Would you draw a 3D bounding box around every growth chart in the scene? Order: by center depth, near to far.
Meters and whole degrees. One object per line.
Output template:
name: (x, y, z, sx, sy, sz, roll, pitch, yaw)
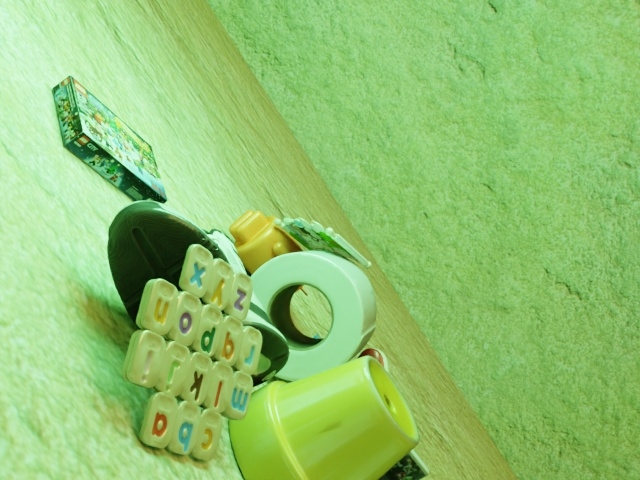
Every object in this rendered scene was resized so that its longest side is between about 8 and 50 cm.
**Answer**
growth chart: (0.000, 0.000, 1.836, 0.172, 0.021, 0.237, 37, -13, -32)

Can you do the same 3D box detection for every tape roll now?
tape roll: (-0.022, 0.142, 1.729, 0.246, 0.246, 0.169, 58, 10, 5)

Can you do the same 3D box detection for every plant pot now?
plant pot: (0.019, 0.317, 1.440, 0.254, 0.239, 0.254, 55, 12, -17)

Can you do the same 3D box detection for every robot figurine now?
robot figurine: (-0.107, 0.034, 1.960, 0.219, 0.158, 0.128, 53, 34, -19)

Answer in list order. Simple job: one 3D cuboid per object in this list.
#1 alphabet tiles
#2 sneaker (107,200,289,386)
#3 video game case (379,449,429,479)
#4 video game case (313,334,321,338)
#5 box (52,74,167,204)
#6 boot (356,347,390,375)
alphabet tiles: (-0.171, 0.159, 1.245, 0.284, 0.021, 0.278, 39, 57, -56)
sneaker: (-0.226, 0.046, 1.439, 0.257, 0.169, 0.447, 56, -1, 43)
video game case: (0.077, 0.400, 1.616, 0.190, 0.173, 0.022, 53, 14, -21)
video game case: (0.040, 0.312, 2.111, 0.166, 0.015, 0.119, 51, 13, -30)
box: (-0.374, -0.170, 1.586, 0.233, 0.044, 0.159, 44, 17, -49)
boot: (0.043, 0.298, 1.708, 0.176, 0.088, 0.244, 44, 61, -44)
